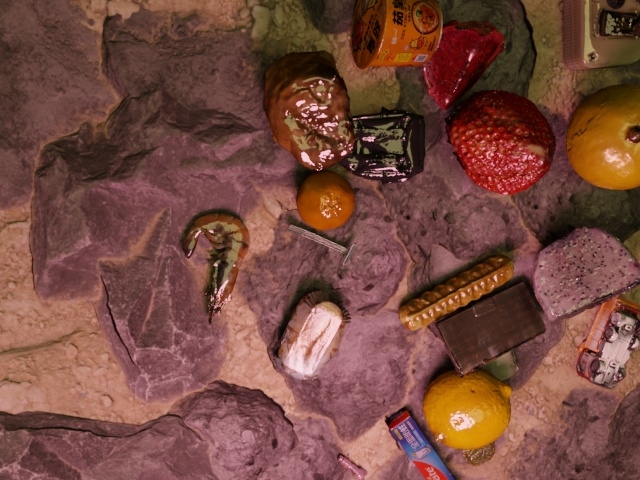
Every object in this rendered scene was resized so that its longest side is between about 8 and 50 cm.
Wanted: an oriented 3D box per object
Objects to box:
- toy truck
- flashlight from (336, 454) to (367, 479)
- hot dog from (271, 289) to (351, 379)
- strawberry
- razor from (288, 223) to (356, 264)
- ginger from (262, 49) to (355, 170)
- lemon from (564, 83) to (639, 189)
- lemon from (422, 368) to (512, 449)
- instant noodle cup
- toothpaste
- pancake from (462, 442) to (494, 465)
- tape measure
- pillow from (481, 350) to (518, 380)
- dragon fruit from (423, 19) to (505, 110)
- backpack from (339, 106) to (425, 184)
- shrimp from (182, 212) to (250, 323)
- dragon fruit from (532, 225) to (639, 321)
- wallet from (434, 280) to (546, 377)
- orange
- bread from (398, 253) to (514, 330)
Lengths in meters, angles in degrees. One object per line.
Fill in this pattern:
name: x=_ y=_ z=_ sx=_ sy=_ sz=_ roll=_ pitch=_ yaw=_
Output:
toy truck: x=0.865 y=0.301 z=1.865 sx=0.114 sy=0.135 sz=0.270 roll=21 pitch=92 yaw=-11
flashlight: x=0.092 y=0.675 z=1.843 sx=0.110 sy=0.052 sz=0.031 roll=41 pitch=127 yaw=-9
hot dog: x=-0.024 y=0.266 z=1.720 sx=0.163 sy=0.082 sz=0.270 roll=26 pitch=103 yaw=-5
strawberry: x=0.476 y=-0.259 z=1.604 sx=0.250 sy=0.288 sz=0.238 roll=40 pitch=82 yaw=-35
razor: x=0.000 y=-0.001 z=1.693 sx=0.191 sy=0.037 sz=0.068 roll=24 pitch=100 yaw=-12
ginger: x=-0.037 y=-0.330 z=1.539 sx=0.200 sy=0.223 sz=0.269 roll=-16 pitch=123 yaw=-5
lemon: x=0.797 y=-0.274 z=1.653 sx=0.297 sy=0.297 sz=0.297 roll=-2 pitch=101 yaw=-10
lemon: x=0.419 y=0.473 z=1.760 sx=0.253 sy=0.228 sz=0.228 roll=-18 pitch=103 yaw=1
instant noodle cup: x=0.191 y=-0.527 z=1.550 sx=0.172 sy=0.216 sz=0.215 roll=1 pitch=101 yaw=-20
toothpaste: x=0.310 y=0.646 z=1.860 sx=0.076 sy=0.066 sz=0.320 roll=-35 pitch=104 yaw=-2
pancake: x=0.486 y=0.646 z=1.916 sx=0.108 sy=0.017 sz=0.108 roll=-1 pitch=99 yaw=-7
tape measure: x=0.784 y=-0.605 z=1.675 sx=0.231 sy=0.133 sz=0.271 roll=-9 pitch=100 yaw=-8
pillow: x=0.506 y=0.312 z=1.839 sx=0.128 sy=0.051 sz=0.229 roll=-19 pitch=101 yaw=-9
dragon fruit: x=0.381 y=-0.492 z=1.619 sx=0.211 sy=0.262 sz=0.134 roll=-28 pitch=69 yaw=-30
backpack: x=0.158 y=-0.248 z=1.637 sx=0.258 sy=0.133 sz=0.206 roll=-1 pitch=98 yaw=-3
shrimp: x=-0.295 y=0.069 z=1.649 sx=0.169 sy=0.058 sz=0.296 roll=18 pitch=93 yaw=-6
dragon fruit: x=0.738 y=0.090 z=1.773 sx=0.283 sy=0.204 sz=0.221 roll=-29 pitch=76 yaw=12
wallet: x=0.486 y=0.247 z=1.768 sx=0.317 sy=0.044 sz=0.169 roll=-23 pitch=80 yaw=-20
orange: x=0.014 y=-0.103 z=1.626 sx=0.159 sy=0.136 sz=0.159 roll=-3 pitch=104 yaw=-11
bread: x=0.389 y=0.147 z=1.772 sx=0.367 sy=0.084 sz=0.077 roll=-27 pitch=144 yaw=-6
